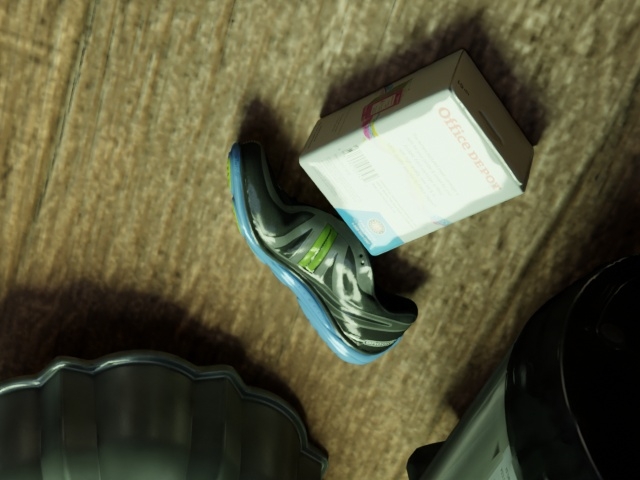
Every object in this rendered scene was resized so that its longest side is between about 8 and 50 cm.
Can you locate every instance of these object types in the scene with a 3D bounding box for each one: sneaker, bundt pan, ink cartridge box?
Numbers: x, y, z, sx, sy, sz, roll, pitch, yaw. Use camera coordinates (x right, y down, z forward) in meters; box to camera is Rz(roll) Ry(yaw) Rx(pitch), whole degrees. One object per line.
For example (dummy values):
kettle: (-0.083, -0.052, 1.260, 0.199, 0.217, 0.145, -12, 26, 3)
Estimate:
sneaker: (0.000, 0.000, 1.075, 0.078, 0.067, 0.188, -34, 110, 13)
bundt pan: (-0.148, 0.245, 1.200, 0.331, 0.124, 0.330, -4, 127, -5)
ink cartridge box: (0.063, -0.055, 1.007, 0.122, 0.052, 0.088, -23, 117, 33)

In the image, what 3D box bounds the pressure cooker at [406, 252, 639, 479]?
pressure cooker: (0.203, 0.258, 0.999, 0.375, 0.370, 0.420, 28, 127, 1)
